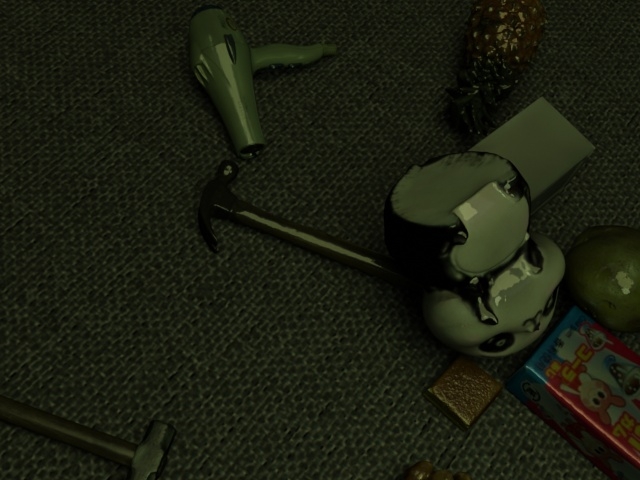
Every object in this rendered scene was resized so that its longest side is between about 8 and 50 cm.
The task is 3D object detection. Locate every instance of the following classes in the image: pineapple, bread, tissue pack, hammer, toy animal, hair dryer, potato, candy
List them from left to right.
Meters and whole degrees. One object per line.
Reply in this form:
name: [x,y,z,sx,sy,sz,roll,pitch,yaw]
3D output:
hammer: [-0.397,0.265,1.205,0.365,0.043,0.111,19,60,4]
hair dryer: [-0.106,-0.284,1.542,0.298,0.119,0.296,9,65,-18]
hammer: [0.000,0.000,1.414,0.439,0.044,0.168,20,59,3]
bread: [0.228,0.240,1.316,0.090,0.035,0.094,42,63,14]
toy animal: [0.244,0.036,1.283,0.250,0.310,0.251,-18,29,10]
pineapple: [0.332,-0.328,1.601,0.169,0.169,0.341,19,68,2]
tissue pack: [0.340,-0.112,1.465,0.246,0.159,0.136,-35,72,-25]
candy: [0.465,0.264,1.303,0.306,0.100,0.157,42,62,14]
potato: [0.497,0.056,1.382,0.174,0.159,0.251,52,35,-5]

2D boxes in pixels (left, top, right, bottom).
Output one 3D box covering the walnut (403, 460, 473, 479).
walnut: [0.163,0.411,1.190,0.142,0.069,0.170,18,58,4]
